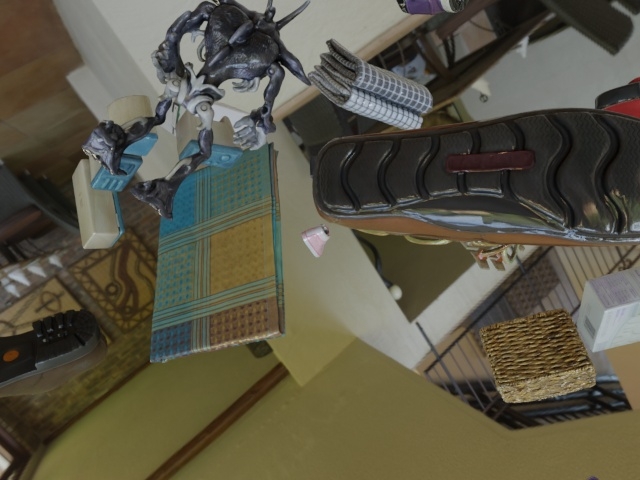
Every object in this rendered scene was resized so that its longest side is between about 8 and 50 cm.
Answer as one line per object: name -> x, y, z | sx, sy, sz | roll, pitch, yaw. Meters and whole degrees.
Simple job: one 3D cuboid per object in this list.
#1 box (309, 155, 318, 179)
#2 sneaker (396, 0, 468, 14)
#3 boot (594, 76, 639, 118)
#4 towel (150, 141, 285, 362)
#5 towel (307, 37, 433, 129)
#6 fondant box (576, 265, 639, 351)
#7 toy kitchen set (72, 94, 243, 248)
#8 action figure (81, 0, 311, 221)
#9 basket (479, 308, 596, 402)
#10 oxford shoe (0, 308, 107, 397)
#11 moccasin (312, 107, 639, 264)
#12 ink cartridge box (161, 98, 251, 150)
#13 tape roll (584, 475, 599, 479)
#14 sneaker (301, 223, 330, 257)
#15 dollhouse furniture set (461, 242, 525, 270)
box -> 0.106, -0.164, 1.081 | 0.230, 0.056, 0.183 | -2, 166, 14
sneaker -> 0.163, -0.500, 0.633 | 0.124, 0.284, 0.107 | 17, -154, 37
boot -> 0.583, -0.194, 0.686 | 0.244, 0.088, 0.176 | 9, -99, 39
towel -> -0.189, 0.015, 0.768 | 0.271, 0.040, 0.370 | -16, -117, 20
towel -> 0.126, -0.403, 1.085 | 0.121, 0.234, 0.284 | -66, -147, 27
fondant box -> 0.844, 0.152, 1.052 | 0.330, 0.238, 0.096 | -19, -133, 11
toy kitchen set -> -0.233, -0.084, 0.606 | 0.166, 0.122, 0.207 | 0, 156, -45
action figure -> -0.126, -0.166, 0.473 | 0.276, 0.164, 0.141 | -50, -168, -8
basket -> 0.728, 0.396, 1.422 | 0.299, 0.213, 0.223 | -22, -134, 19
oxford shoe -> -0.374, 0.161, 0.500 | 0.227, 0.096, 0.083 | -12, -130, -15
moccasin -> 0.184, -0.047, 0.449 | 0.379, 0.139, 0.147 | -4, 171, 17
ink cartridge box -> -0.240, -0.258, 0.919 | 0.160, 0.093, 0.219 | 5, -161, -37
tape roll -> 0.698, 0.681, 1.012 | 0.080, 0.189, 0.189 | -35, -165, 4
sneaker -> 0.000, 0.000, 1.123 | 0.070, 0.051, 0.134 | -27, 153, 4
dollhouse furniture set -> 0.616, -0.035, 1.508 | 0.135, 0.259, 0.262 | -107, -150, -45
